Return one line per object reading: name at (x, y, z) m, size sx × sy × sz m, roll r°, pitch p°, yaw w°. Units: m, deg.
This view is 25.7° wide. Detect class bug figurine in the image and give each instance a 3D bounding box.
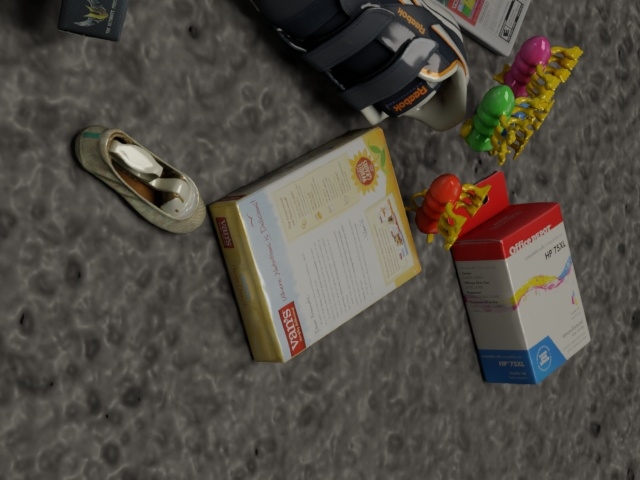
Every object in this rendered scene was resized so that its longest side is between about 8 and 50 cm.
bug figurine at (0.193, -0.121, 1.571) m, size 0.072 × 0.216 × 0.279 m, roll 34°, pitch 46°, yaw 8°

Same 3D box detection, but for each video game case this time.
video game case at (0.201, -0.345, 1.667) m, size 0.183 × 0.023 × 0.201 m, roll 24°, pitch 86°, yaw -45°

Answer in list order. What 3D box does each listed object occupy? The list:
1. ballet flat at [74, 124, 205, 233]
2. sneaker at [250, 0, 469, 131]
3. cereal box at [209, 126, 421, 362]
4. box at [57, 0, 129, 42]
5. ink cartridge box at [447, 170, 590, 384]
ballet flat at (-0.154, -0.052, 1.283) m, size 0.168 × 0.052 × 0.057 m, roll 33°, pitch 65°, yaw -42°
sneaker at (0.054, -0.205, 1.442) m, size 0.321 × 0.126 × 0.127 m, roll 17°, pitch 53°, yaw -47°
cereal box at (0.000, 0.000, 1.452) m, size 0.240 × 0.047 × 0.173 m, roll -29°, pitch 110°, yaw -43°
box at (-0.161, -0.304, 1.128) m, size 0.059 × 0.233 × 0.183 m, roll 9°, pitch 55°, yaw -13°
ink cartridge box at (0.237, 0.041, 1.687) m, size 0.134 × 0.078 × 0.231 m, roll -30°, pitch 110°, yaw -44°
